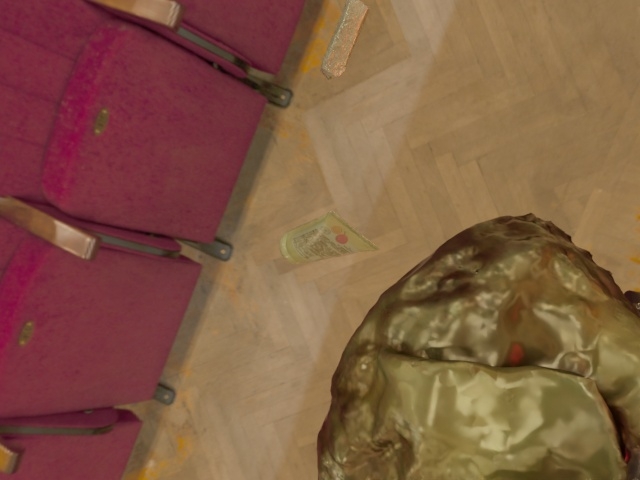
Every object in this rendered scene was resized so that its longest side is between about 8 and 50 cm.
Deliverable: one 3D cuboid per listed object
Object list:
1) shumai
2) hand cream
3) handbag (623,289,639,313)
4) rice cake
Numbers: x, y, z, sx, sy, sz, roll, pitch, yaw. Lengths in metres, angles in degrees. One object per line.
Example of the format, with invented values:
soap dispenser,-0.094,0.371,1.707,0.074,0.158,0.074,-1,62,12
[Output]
shumai,0.222,0.194,0.476,0.348,0.395,0.395,28,98,52
hand cream,0.000,0.000,1.270,0.147,0.305,0.093,38,67,-21
handbag,0.829,0.236,1.128,0.342,0.152,0.288,0,132,30
rice cake,0.061,-0.506,1.331,0.063,0.069,0.207,21,99,-12
